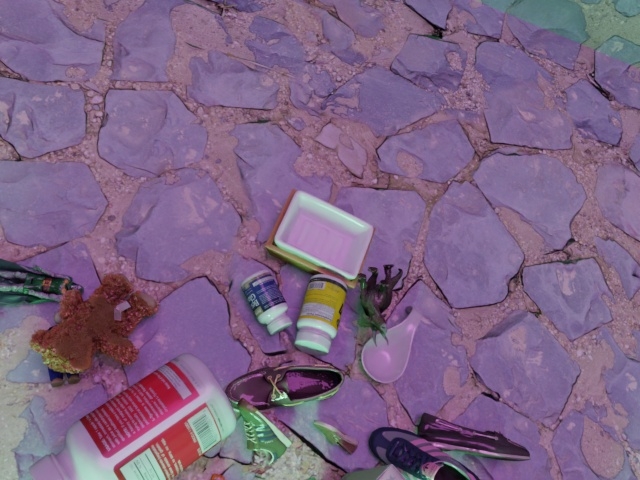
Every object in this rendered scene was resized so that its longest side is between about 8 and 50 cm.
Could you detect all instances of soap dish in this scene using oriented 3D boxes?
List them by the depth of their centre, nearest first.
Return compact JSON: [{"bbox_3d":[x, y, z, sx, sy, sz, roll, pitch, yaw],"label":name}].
[{"bbox_3d":[0.000,0.000,1.716,0.291,0.118,0.229,25,59,-5],"label":"soap dish"}]

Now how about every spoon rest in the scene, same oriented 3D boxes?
[{"bbox_3d":[0.221,0.295,1.662,0.137,0.084,0.276,39,58,3],"label":"spoon rest"}]

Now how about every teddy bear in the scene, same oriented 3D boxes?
[{"bbox_3d":[-0.552,0.211,1.410,0.245,0.113,0.338,32,39,-17],"label":"teddy bear"}]

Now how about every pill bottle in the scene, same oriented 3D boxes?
[{"bbox_3d":[-0.415,0.455,1.281,0.408,0.229,0.229,-31,77,-29],"label":"pill bottle"},{"bbox_3d":[-0.148,0.175,1.590,0.094,0.094,0.169,-22,73,-27],"label":"pill bottle"},{"bbox_3d":[-0.001,0.212,1.608,0.119,0.119,0.208,21,60,-8],"label":"pill bottle"}]

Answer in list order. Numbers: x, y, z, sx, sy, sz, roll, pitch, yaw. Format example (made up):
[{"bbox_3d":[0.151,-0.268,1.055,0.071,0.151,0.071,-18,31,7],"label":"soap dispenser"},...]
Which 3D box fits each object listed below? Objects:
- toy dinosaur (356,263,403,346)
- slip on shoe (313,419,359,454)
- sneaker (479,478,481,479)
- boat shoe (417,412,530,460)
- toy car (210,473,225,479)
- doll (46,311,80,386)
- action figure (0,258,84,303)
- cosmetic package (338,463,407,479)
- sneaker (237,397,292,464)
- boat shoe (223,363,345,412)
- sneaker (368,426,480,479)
[{"bbox_3d":[0.169,0.164,1.684,0.121,0.160,0.313,9,23,12],"label":"toy dinosaur"},{"bbox_3d":[0.037,0.524,1.507,0.135,0.051,0.041,32,70,-8],"label":"slip on shoe"},{"bbox_3d":[0.558,0.744,1.520,0.410,0.158,0.182,27,29,-18],"label":"sneaker"},{"bbox_3d":[0.436,0.554,1.588,0.335,0.112,0.095,11,66,-9],"label":"boat shoe"},{"bbox_3d":[-0.224,0.620,1.371,0.122,0.040,0.060,37,59,2],"label":"toy car"},{"bbox_3d":[-0.636,0.264,1.409,0.129,0.046,0.189,-6,62,-24],"label":"doll"},{"bbox_3d":[-0.730,0.112,1.449,0.232,0.063,0.137,9,59,-18],"label":"action figure"},{"bbox_3d":[0.116,0.637,1.328,0.129,0.296,0.153,-36,79,-31],"label":"cosmetic package"},{"bbox_3d":[-0.157,0.487,1.420,0.086,0.064,0.192,-48,113,-20],"label":"sneaker"},{"bbox_3d":[-0.095,0.386,1.500,0.324,0.096,0.116,-1,65,-19],"label":"boat shoe"},{"bbox_3d":[0.265,0.571,1.454,0.319,0.131,0.112,20,76,22],"label":"sneaker"}]
